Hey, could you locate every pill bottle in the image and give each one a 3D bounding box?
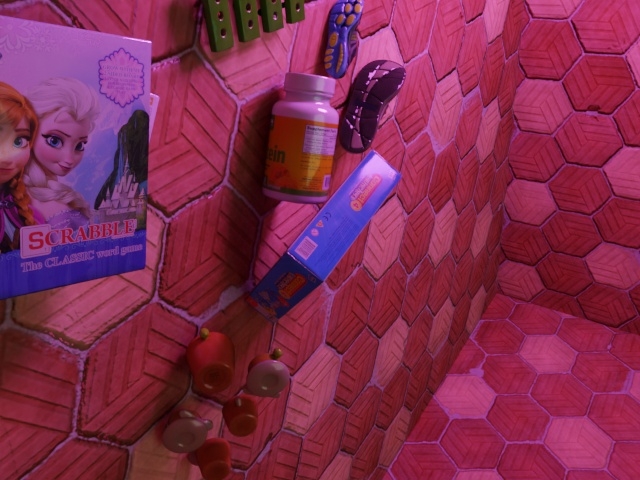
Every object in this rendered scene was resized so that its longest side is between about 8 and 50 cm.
[{"bbox_3d":[-0.037,-0.205,1.089,0.136,0.136,0.246,-10,112,-56],"label":"pill bottle"}]

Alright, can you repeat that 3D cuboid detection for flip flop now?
[{"bbox_3d":[0.123,-0.328,1.330,0.080,0.112,0.277,89,23,-75],"label":"flip flop"}]

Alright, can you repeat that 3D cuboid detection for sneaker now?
[{"bbox_3d":[0.051,-0.450,1.197,0.078,0.067,0.188,-2,105,-79],"label":"sneaker"}]

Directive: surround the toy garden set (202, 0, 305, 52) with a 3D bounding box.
[{"bbox_3d":[-0.125,-0.458,0.922,0.244,0.049,0.204,-40,137,-41],"label":"toy garden set"}]

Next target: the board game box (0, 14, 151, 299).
[{"bbox_3d":[-0.352,-0.093,0.634,0.318,0.065,0.318,-15,116,-52],"label":"board game box"}]

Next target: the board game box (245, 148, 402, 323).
[{"bbox_3d":[0.000,0.000,1.128,0.308,0.086,0.302,-51,-177,-31],"label":"board game box"}]

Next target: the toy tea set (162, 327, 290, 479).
[{"bbox_3d":[-0.211,0.326,1.096,0.200,0.124,0.336,21,106,-25],"label":"toy tea set"}]

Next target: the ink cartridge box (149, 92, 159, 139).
[{"bbox_3d":[-0.335,-0.132,0.741,0.208,0.045,0.206,8,97,-57],"label":"ink cartridge box"}]
